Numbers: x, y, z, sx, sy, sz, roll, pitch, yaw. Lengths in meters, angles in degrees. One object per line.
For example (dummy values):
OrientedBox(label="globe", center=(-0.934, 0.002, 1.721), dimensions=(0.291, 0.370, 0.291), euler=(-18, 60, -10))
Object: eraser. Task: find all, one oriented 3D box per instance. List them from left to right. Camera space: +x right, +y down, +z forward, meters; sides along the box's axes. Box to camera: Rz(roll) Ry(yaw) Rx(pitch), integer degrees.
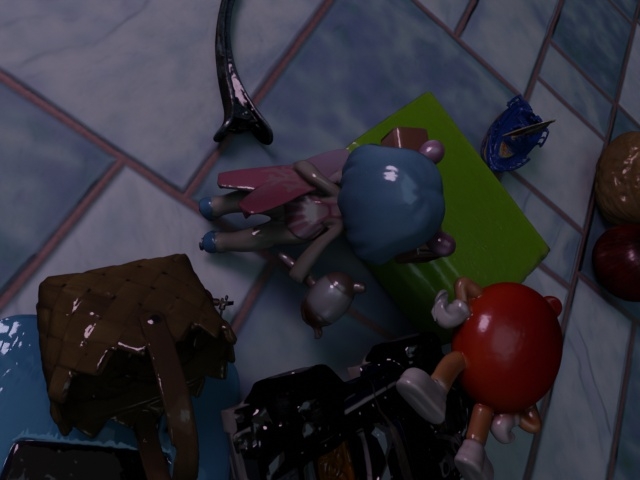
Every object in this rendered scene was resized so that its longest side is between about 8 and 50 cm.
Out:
OrientedBox(label="eraser", center=(0.141, -0.026, 0.588), dimensions=(0.210, 0.092, 0.274), euler=(-37, 93, -25))

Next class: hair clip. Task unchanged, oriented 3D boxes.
OrientedBox(label="hair clip", center=(-0.106, -0.225, 0.553), dimensions=(0.070, 0.039, 0.230), euler=(-3, 76, -25))

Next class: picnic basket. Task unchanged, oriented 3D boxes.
OrientedBox(label="picnic basket", center=(-0.130, 0.107, 0.351), dimensions=(0.137, 0.128, 0.179), euler=(-11, 48, -33))

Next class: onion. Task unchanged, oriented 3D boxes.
OrientedBox(label="onion", center=(0.506, 0.033, 0.732), dimensions=(0.131, 0.131, 0.131), euler=(7, 73, -24))

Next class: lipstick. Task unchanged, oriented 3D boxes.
OrientedBox(label="lipstick", center=(0.100, -0.049, 0.506), dimensions=(0.045, 0.045, 0.146), euler=(-1, 77, -18))

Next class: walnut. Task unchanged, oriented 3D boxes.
OrientedBox(label="walnut", center=(0.556, -0.106, 0.777), dimensions=(0.155, 0.155, 0.184), euler=(22, 66, -19))

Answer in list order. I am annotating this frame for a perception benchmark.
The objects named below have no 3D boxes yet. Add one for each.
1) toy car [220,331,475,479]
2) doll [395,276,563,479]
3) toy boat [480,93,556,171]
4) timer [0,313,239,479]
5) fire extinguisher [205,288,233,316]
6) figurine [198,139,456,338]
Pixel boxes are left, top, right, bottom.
OrientedBox(label="toy car", center=(0.052, 0.205, 0.450), dimensions=(0.301, 0.118, 0.193), euler=(-6, 76, -42))
OrientedBox(label="doll", center=(0.175, 0.118, 0.469), dimensions=(0.217, 0.085, 0.183), euler=(-43, 105, -27))
OrientedBox(label="toy boat", center=(0.306, -0.163, 0.694), dimensions=(0.091, 0.110, 0.175), euler=(47, 64, -7))
OrientedBox(label="timer", center=(-0.198, 0.204, 0.388), dimensions=(0.231, 0.091, 0.250), euler=(17, 57, -20))
OrientedBox(label="fire extinguisher", center=(-0.137, 0.070, 0.462), dimensions=(0.100, 0.032, 0.046), euler=(10, 61, -17))
OrientedBox(label="figurine", center=(-0.004, -0.008, 0.447), dimensions=(0.259, 0.103, 0.206), euler=(-5, 78, 15))
